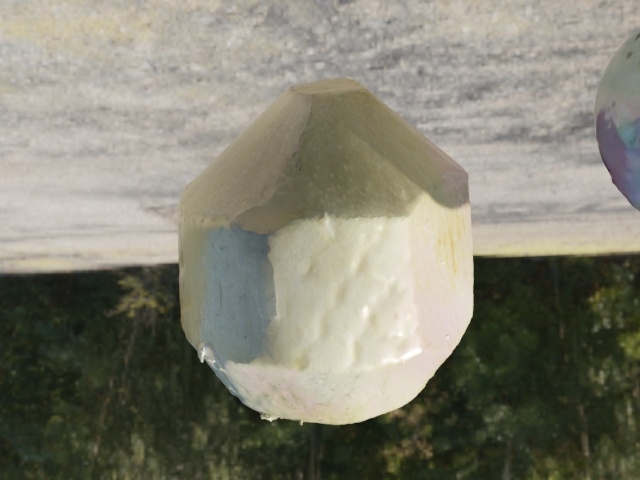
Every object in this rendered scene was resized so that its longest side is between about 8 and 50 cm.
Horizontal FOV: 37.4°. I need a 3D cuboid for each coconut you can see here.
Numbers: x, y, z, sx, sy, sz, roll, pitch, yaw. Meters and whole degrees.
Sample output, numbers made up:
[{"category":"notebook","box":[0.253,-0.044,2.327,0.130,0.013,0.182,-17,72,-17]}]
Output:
[{"category":"coconut","box":[0.000,0.000,1.008,0.352,0.353,0.352,-1,174,0]}]

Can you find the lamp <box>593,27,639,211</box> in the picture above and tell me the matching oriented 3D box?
[{"category":"lamp","box":[0.308,-0.128,0.611,0.247,0.247,0.301,36,161,-13]}]
